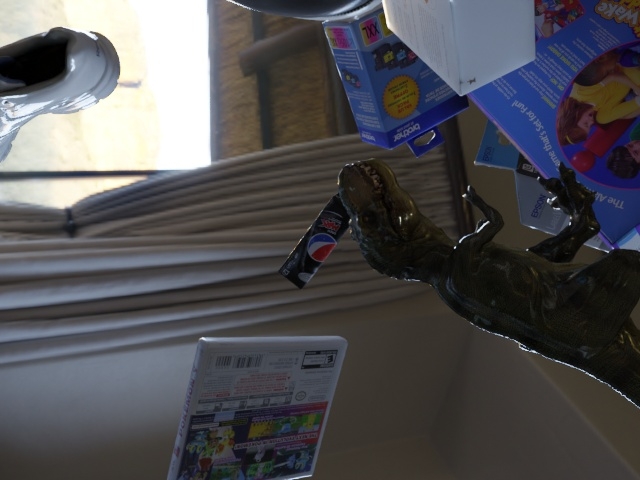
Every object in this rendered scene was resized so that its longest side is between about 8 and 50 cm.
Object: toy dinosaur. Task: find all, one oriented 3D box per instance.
[{"bbox_3d":[0.138,0.022,0.344,0.268,0.118,0.064,32,-25,18],"label":"toy dinosaur"}]

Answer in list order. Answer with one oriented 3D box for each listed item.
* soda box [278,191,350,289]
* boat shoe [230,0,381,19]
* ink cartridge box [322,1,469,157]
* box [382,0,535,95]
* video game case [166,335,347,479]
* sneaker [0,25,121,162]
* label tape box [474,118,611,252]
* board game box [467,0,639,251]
[{"bbox_3d":[0.000,0.000,1.148,0.169,0.053,0.060,-54,177,19],"label":"soda box"},{"bbox_3d":[-0.103,-0.232,0.392,0.335,0.095,0.112,39,-66,17],"label":"boat shoe"},{"bbox_3d":[0.208,-0.414,1.711,0.151,0.270,0.395,34,-30,56],"label":"ink cartridge box"},{"bbox_3d":[0.134,-0.257,0.695,0.170,0.091,0.130,59,-7,41],"label":"box"},{"bbox_3d":[-0.068,0.198,0.775,0.023,0.201,0.183,24,-76,47],"label":"video game case"},{"bbox_3d":[-0.372,-0.155,0.750,0.111,0.297,0.129,55,0,-2],"label":"sneaker"},{"bbox_3d":[0.464,-0.118,1.275,0.249,0.347,0.115,-61,165,-50],"label":"label tape box"},{"bbox_3d":[0.340,-0.180,0.816,0.233,0.078,0.347,-41,-125,15],"label":"board game box"}]
